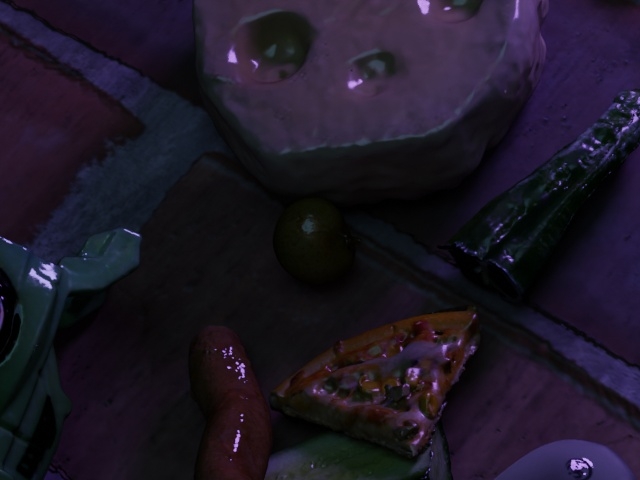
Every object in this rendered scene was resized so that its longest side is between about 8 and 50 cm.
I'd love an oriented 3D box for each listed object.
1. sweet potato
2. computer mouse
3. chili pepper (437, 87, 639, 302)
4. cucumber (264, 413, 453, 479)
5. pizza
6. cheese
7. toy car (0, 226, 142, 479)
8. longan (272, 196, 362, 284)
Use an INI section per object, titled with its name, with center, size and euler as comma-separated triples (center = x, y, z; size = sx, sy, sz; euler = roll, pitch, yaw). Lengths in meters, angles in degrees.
[sweet potato]
center = -0.067, 0.167, 1.495
size = 0.059, 0.067, 0.281
euler = -57, 21, 24
[computer mouse]
center = 0.157, 0.213, 1.469
size = 0.182, 0.056, 0.089
euler = -37, 54, -8
[chili pepper]
center = 0.201, -0.051, 1.613
size = 0.088, 0.059, 0.227
euler = 31, 70, 33
[cucumber]
center = -0.012, 0.208, 1.505
size = 0.244, 0.063, 0.115
euler = -19, 25, 5
[pizza]
center = 0.043, 0.119, 1.522
size = 0.185, 0.036, 0.176
euler = -18, 26, 11
[cheese]
center = 0.036, -0.176, 1.693
size = 0.318, 0.115, 0.326
euler = -44, 60, -13
[toy car]
center = -0.287, 0.141, 1.546
size = 0.176, 0.213, 0.358
euler = 22, 66, -13
[longan]
center = 0.000, 0.000, 1.620
size = 0.083, 0.075, 0.075
euler = -7, 56, 36
